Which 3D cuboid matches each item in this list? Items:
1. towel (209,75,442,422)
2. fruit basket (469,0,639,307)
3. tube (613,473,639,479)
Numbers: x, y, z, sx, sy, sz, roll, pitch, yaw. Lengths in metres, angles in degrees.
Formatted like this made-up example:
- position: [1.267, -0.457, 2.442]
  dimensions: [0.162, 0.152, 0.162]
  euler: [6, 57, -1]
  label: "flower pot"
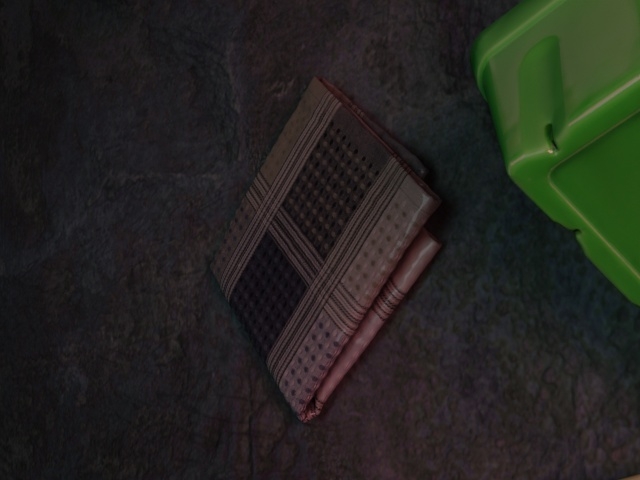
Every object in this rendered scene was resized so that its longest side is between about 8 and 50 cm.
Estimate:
- position: [0.000, 0.000, 1.285]
  dimensions: [0.324, 0.056, 0.312]
  euler: [-59, 40, 20]
  label: "towel"
- position: [0.325, -0.097, 0.769]
  dimensions: [0.283, 0.392, 0.392]
  euler: [-36, 54, 35]
  label: "fruit basket"
- position: [0.220, 0.252, 0.914]
  dimensions: [0.240, 0.062, 0.070]
  euler: [-28, 94, 52]
  label: "tube"
